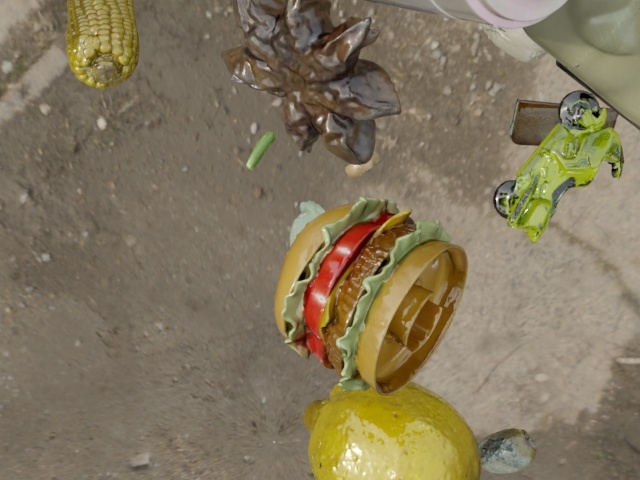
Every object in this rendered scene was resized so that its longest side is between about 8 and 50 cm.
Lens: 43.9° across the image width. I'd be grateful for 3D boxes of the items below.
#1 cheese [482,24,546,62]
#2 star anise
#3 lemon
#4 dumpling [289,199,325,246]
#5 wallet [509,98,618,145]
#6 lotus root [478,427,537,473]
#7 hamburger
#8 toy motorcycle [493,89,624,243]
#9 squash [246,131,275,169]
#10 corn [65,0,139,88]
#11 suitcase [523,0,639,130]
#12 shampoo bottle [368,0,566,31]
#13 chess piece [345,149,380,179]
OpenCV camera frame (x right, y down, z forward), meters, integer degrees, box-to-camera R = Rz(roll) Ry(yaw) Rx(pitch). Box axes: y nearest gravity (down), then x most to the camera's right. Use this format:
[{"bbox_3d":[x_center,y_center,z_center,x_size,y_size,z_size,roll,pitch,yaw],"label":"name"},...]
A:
[{"bbox_3d":[0.525,-0.548,2.001,0.198,0.189,0.154,27,90,-10],"label":"cheese"},{"bbox_3d":[-0.022,-0.240,1.145,0.315,0.315,0.108,33,53,5],"label":"star anise"},{"bbox_3d":[0.113,0.344,1.284,0.320,0.245,0.245,24,75,18],"label":"lemon"},{"bbox_3d":[-0.008,0.008,1.605,0.105,0.149,0.216,-30,55,4],"label":"dumpling"},{"bbox_3d":[0.616,-0.291,2.031,0.255,0.137,0.031,7,43,4],"label":"wallet"},{"bbox_3d":[0.365,0.430,1.602,0.088,0.165,0.088,25,50,-34],"label":"lotus root"},{"bbox_3d":[0.058,0.068,1.117,0.212,0.274,0.274,27,75,27],"label":"hamburger"},{"bbox_3d":[0.549,-0.153,1.785,0.206,0.142,0.342,37,97,8],"label":"toy motorcycle"},{"bbox_3d":[-0.115,-0.173,1.518,0.027,0.027,0.089,30,71,4],"label":"squash"},{"bbox_3d":[-0.247,-0.266,0.902,0.080,0.080,0.231,-7,53,-5],"label":"corn"},{"bbox_3d":[0.294,-0.223,0.520,0.339,0.351,0.194,34,48,-12],"label":"suitcase"},{"bbox_3d":[0.072,-0.191,0.509,0.092,0.303,0.092,-9,115,-20],"label":"shampoo bottle"},{"bbox_3d":[0.095,-0.172,1.792,0.084,0.084,0.038,-35,97,-11],"label":"chess piece"}]
